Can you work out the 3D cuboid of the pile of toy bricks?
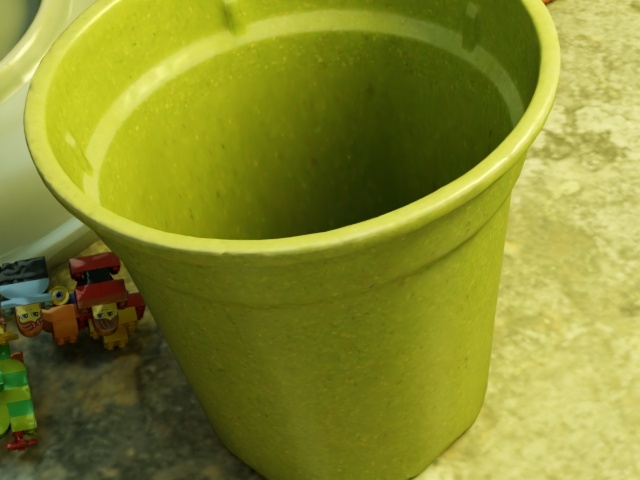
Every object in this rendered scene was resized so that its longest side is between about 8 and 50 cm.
[{"bbox_3d":[-0.207,0.084,0.878,0.212,0.118,0.105,-11,74,-13],"label":"pile of toy bricks"}]

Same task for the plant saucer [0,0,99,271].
[{"bbox_3d":[-0.275,-0.125,1.051,0.400,0.100,0.400,-12,46,13],"label":"plant saucer"}]

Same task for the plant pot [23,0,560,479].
[{"bbox_3d":[0.000,0.000,0.802,0.276,0.254,0.276,-6,44,5],"label":"plant pot"}]

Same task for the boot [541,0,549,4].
[{"bbox_3d":[0.155,-0.249,1.188,0.085,0.059,0.158,-20,52,-15],"label":"boot"}]
